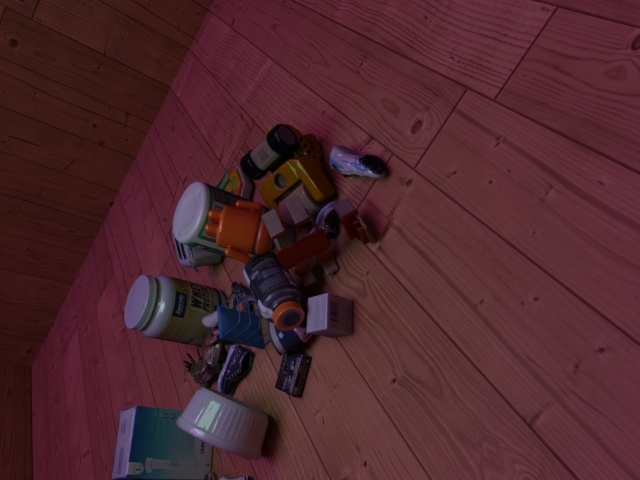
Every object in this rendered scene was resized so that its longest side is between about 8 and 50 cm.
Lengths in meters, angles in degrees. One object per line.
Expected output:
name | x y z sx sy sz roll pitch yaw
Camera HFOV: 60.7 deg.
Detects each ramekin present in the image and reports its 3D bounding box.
ramekin | -0.277 0.532 1.614 0.272 0.272 0.127 4 65 52

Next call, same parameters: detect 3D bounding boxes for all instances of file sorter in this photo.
file sorter | -0.228 0.258 1.748 0.104 0.170 0.118 -39 47 29

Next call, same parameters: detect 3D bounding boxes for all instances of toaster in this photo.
toaster | -0.485 0.005 2.145 0.129 0.146 0.227 -4 100 51

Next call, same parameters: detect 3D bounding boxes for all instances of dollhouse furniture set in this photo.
dollhouse furniture set | 0.000 0.000 1.530 0.259 0.262 0.135 -29 47 1

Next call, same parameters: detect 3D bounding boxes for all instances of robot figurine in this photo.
robot figurine | -0.222 -0.027 1.587 0.158 0.219 0.128 -88 12 -55

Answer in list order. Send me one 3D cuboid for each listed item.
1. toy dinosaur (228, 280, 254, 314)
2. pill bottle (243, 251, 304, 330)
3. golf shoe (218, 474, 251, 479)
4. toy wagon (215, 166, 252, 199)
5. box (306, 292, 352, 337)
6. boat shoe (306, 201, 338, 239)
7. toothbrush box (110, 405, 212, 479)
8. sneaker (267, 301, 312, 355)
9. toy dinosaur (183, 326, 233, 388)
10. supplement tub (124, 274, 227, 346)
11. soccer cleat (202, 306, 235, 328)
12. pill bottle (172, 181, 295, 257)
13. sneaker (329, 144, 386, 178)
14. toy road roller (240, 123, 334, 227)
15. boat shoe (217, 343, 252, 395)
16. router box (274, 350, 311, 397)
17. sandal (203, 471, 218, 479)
toy dinosaur | -0.267 0.214 1.910 0.268 0.064 0.118 10 75 50
pill bottle | -0.129 0.150 1.575 0.130 0.130 0.246 -56 39 18
golf shoe | -0.241 0.741 1.642 0.176 0.069 0.086 12 63 50
toy wagon | -0.390 -0.128 2.213 0.344 0.068 0.267 -50 41 24
box | 0.026 0.209 1.505 0.087 0.102 0.101 -20 59 43
boat shoe | 0.019 -0.033 1.665 0.183 0.066 0.066 -60 41 29
toothbrush box | -0.511 0.676 1.803 0.126 0.295 0.217 -27 55 43
sneaker | -0.096 0.201 1.687 0.131 0.112 0.319 -25 46 10
toy dinosaur | -0.384 0.393 1.926 0.200 0.127 0.296 15 80 60
supplement tub | -0.526 0.256 1.998 0.228 0.316 0.229 -25 56 43
soccer cleat | -0.343 0.259 1.872 0.196 0.076 0.068 -6 31 41
pill bottle | -0.275 -0.041 1.782 0.204 0.361 0.204 -25 55 43
sneaker | 0.111 -0.220 1.627 0.237 0.085 0.086 33 126 49
toy road roller | -0.076 -0.227 1.799 0.202 0.240 0.330 -35 86 37
boat shoe | -0.284 0.442 1.817 0.083 0.065 0.184 14 88 47
router box | -0.081 0.389 1.607 0.092 0.038 0.123 6 79 53
sandal | -0.346 0.804 1.734 0.072 0.049 0.180 34 117 38
